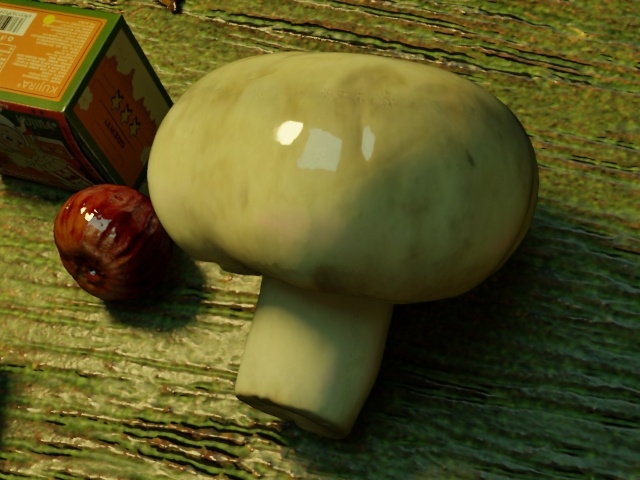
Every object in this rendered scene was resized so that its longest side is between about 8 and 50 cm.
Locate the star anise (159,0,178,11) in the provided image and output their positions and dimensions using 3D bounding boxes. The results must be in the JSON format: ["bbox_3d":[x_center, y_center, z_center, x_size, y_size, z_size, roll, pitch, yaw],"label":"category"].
[{"bbox_3d":[-0.202,-0.365,1.440,0.212,0.053,0.157,-36,56,-9],"label":"star anise"}]

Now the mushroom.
[{"bbox_3d":[0.006,-0.031,1.007,0.353,0.325,0.353,-3,60,6],"label":"mushroom"}]

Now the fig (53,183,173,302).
[{"bbox_3d":[-0.202,0.002,1.181,0.150,0.128,0.128,-6,46,-36],"label":"fig"}]

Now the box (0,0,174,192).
[{"bbox_3d":[-0.298,-0.155,1.263,0.195,0.177,0.148,13,63,23],"label":"box"}]
